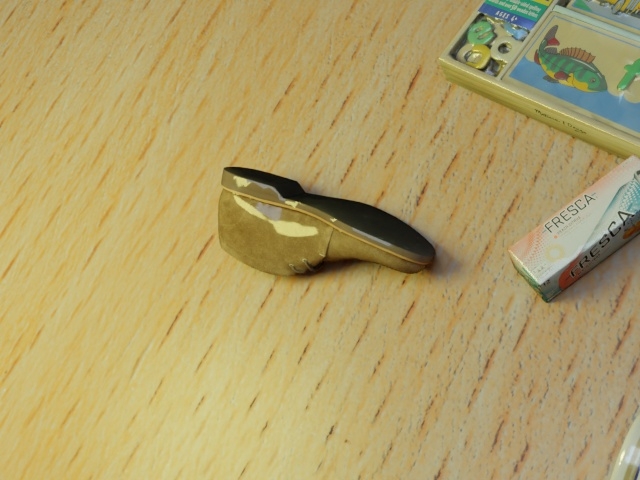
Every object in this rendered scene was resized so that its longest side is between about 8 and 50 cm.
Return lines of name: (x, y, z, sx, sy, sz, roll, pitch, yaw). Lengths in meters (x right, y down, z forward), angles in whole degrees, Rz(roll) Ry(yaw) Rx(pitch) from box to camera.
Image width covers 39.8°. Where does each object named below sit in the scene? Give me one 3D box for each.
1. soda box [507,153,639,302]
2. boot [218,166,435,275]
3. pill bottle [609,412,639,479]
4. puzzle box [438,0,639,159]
soda box: (0.306, -0.012, 1.006, 0.183, 0.058, 0.063, -38, 56, 2)
boot: (0.000, 0.000, 1.128, 0.305, 0.112, 0.115, 19, 104, 25)
pill bottle: (0.373, 0.241, 0.818, 0.186, 0.112, 0.112, 21, 75, 30)
puzzle box: (0.386, -0.244, 1.094, 0.409, 0.052, 0.272, 31, 79, 32)
